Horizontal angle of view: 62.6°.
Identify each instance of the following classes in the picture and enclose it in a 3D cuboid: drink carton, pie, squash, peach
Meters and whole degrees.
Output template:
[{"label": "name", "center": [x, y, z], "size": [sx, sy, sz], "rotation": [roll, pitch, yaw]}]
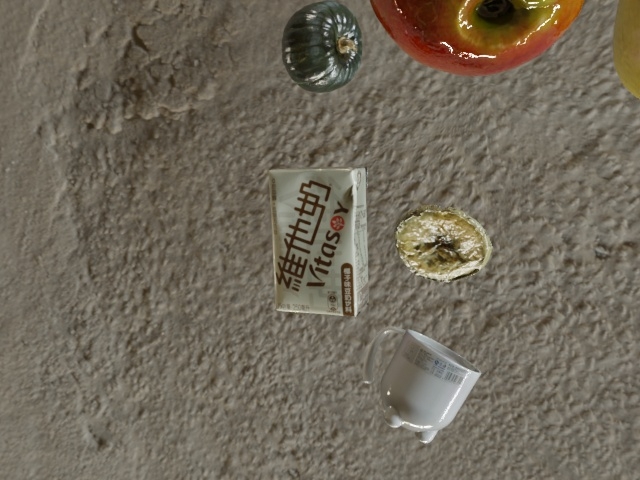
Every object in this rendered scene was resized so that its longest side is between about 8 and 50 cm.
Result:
[{"label": "drink carton", "center": [0.000, 0.001, 1.172], "size": [0.194, 0.132, 0.324], "rotation": [1, 99, 17]}, {"label": "pie", "center": [0.325, 0.012, 1.427], "size": [0.274, 0.055, 0.274], "rotation": [13, 137, 12]}, {"label": "squash", "center": [0.008, -0.466, 1.270], "size": [0.218, 0.218, 0.172], "rotation": [62, 153, -7]}, {"label": "peach", "center": [0.261, -0.442, 0.903], "size": [0.373, 0.372, 0.289], "rotation": [-12, 125, 20]}]

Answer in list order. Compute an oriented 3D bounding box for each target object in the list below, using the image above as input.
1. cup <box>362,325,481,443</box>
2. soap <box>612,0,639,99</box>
[{"label": "cup", "center": [0.149, 0.230, 0.864], "size": [0.174, 0.134, 0.142], "rotation": [30, 93, 10]}, {"label": "soap", "center": [0.625, -0.388, 0.926], "size": [0.115, 0.427, 0.306], "rotation": [-5, 118, 8]}]
